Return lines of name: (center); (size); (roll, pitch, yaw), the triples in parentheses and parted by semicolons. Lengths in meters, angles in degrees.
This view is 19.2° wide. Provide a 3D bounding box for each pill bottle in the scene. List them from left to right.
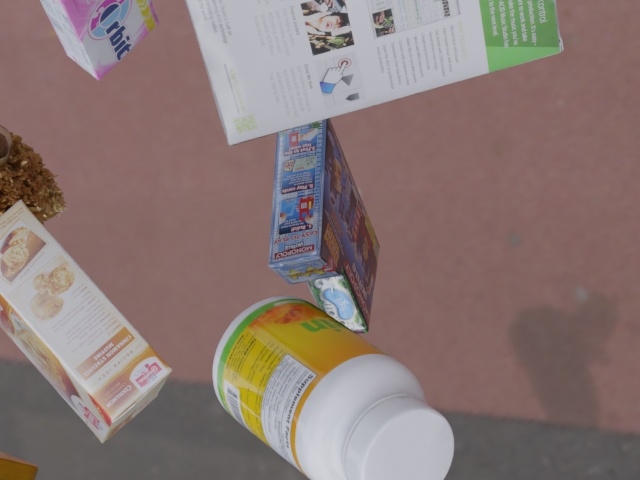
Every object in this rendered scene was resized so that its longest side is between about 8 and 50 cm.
pill bottle: (0.014, 0.155, 1.768); (0.245, 0.136, 0.136); (31, 132, 51)

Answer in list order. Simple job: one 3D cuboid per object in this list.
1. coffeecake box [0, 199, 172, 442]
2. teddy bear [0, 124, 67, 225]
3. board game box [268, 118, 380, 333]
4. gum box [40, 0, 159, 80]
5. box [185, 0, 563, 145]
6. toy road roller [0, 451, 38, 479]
coffeecake box: (-0.213, 0.071, 1.564); (0.185, 0.068, 0.142); (48, 164, 3)
teddy bear: (-0.395, -0.108, 1.791); (0.338, 0.245, 0.113); (40, 112, 39)
board game box: (0.000, 0.000, 1.989); (0.060, 0.194, 0.194); (-11, 125, 17)
gum box: (-0.266, -0.287, 2.231); (0.062, 0.107, 0.188); (39, 166, 23)
box: (0.045, -0.218, 1.656); (0.232, 0.322, 0.058); (76, 180, -49)
toy road roller: (-0.310, 0.252, 1.414); (0.240, 0.329, 0.202); (12, 83, 39)
